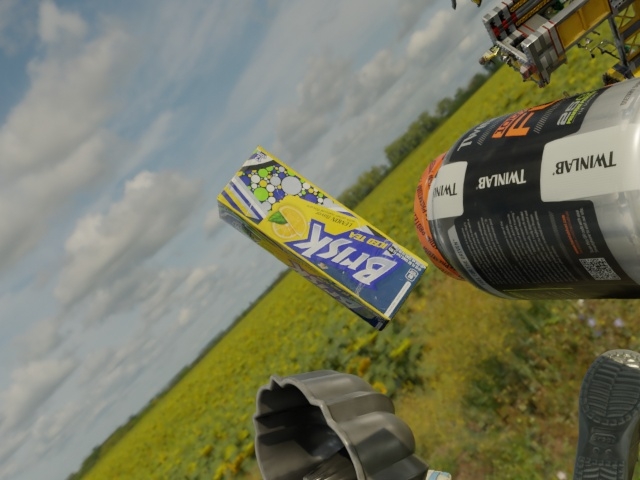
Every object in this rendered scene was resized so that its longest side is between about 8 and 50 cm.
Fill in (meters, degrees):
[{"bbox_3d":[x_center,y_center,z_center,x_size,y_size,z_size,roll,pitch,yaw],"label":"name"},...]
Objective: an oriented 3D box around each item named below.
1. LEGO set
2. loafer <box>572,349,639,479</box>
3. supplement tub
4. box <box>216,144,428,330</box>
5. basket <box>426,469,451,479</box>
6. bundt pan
[{"bbox_3d":[0.284,-0.275,1.130,0.192,0.331,0.255,-39,-38,1],"label":"LEGO set"},{"bbox_3d":[0.413,0.274,1.209,0.251,0.094,0.087,-65,-31,-25],"label":"loafer"},{"bbox_3d":[0.258,-0.042,0.864,0.207,0.207,0.338,-44,17,-25],"label":"supplement tub"},{"bbox_3d":[0.000,0.000,0.684,0.059,0.169,0.054,-53,-7,-15],"label":"box"},{"bbox_3d":[0.085,0.502,1.471,0.288,0.201,0.255,4,35,27],"label":"basket"},{"bbox_3d":[0.039,0.319,1.125,0.124,0.331,0.331,-16,-14,-28],"label":"bundt pan"}]
